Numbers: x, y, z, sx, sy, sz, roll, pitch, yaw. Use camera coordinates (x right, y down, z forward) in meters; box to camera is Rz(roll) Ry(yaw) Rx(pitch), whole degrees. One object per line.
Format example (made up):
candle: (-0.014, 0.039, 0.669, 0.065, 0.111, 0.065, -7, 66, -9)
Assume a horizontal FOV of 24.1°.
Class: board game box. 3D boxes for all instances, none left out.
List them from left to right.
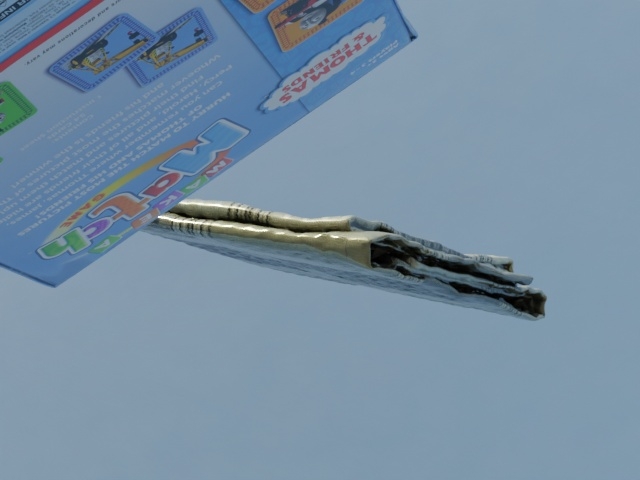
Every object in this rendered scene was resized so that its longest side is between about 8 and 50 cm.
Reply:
board game box: (-0.061, -0.058, 0.434, 0.160, 0.211, 0.039, -34, -106, 4)

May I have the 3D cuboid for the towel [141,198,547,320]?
towel: (0.000, 0.000, 1.272, 0.312, 0.324, 0.056, 19, -96, -55)
